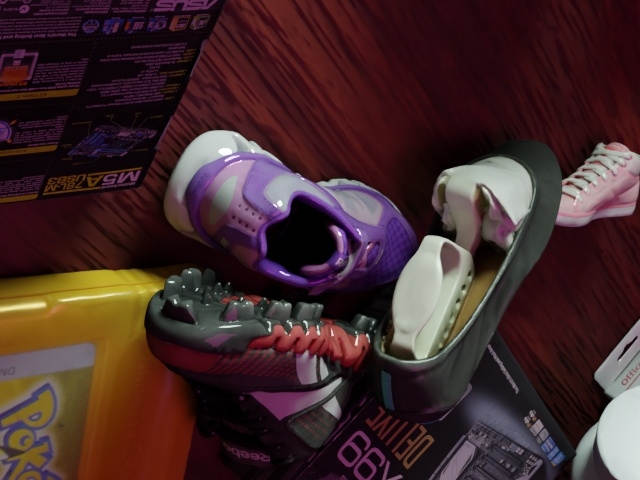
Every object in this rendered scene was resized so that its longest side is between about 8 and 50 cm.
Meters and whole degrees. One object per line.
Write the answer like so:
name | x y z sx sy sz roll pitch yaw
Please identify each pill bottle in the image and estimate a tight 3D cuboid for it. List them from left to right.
pill bottle | 0.339 0.275 1.190 0.169 0.169 0.301 -35 146 -17

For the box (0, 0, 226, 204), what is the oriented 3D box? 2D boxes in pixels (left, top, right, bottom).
box | -0.165 -0.089 0.649 0.191 0.045 0.184 -10 152 -34

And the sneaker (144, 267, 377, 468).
sneaker | -0.044 0.098 0.812 0.135 0.098 0.276 -69 157 -1

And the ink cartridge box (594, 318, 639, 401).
ink cartridge box | 0.382 0.163 1.274 0.104 0.060 0.180 -50 135 -3

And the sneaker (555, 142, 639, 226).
sneaker | 0.242 -0.055 1.043 0.134 0.051 0.070 -9 118 -39

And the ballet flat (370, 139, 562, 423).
ballet flat | 0.116 0.009 0.892 0.280 0.095 0.096 -64 146 -27

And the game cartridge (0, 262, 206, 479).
game cartridge | -0.233 0.160 0.790 0.324 0.053 0.285 -4 117 -36

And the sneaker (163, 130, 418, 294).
sneaker | 0.000 0.000 0.843 0.236 0.104 0.095 19 99 -46

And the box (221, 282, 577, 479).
box | 0.084 0.195 1.044 0.242 0.076 0.307 -45 135 -9
